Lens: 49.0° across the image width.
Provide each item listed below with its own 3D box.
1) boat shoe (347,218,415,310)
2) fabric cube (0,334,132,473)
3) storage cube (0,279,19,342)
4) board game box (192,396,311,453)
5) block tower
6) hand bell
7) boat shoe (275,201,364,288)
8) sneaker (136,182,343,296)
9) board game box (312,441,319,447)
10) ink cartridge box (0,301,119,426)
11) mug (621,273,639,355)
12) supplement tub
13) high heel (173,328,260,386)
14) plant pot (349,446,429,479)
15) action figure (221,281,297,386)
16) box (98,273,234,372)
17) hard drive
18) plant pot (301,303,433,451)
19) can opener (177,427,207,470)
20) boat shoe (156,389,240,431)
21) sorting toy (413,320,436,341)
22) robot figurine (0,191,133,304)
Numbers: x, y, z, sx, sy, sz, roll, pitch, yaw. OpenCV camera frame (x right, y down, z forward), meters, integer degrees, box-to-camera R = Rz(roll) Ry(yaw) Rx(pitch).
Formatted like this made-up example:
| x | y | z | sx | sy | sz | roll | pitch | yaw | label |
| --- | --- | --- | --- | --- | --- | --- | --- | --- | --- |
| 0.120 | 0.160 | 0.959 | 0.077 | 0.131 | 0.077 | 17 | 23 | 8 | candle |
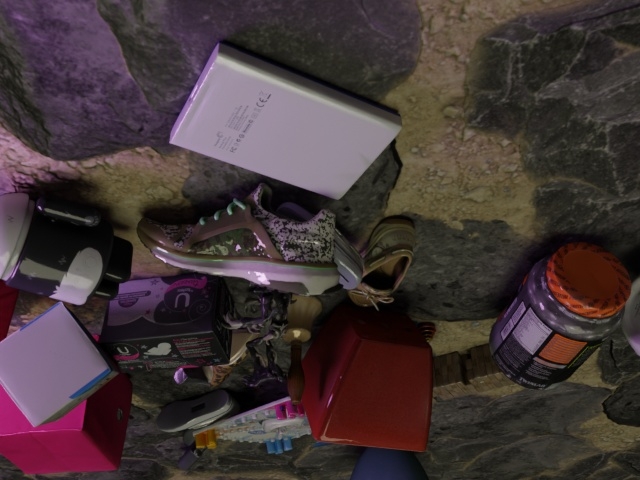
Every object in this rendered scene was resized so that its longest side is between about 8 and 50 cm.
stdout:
| x | y | z | sx | sy | sz | roll | pitch | yaw | label |
| --- | --- | --- | --- | --- | --- | --- | --- | --- | --- |
| 0.120 | 0.069 | 1.459 | 0.105 | 0.089 | 0.285 | 5 | 144 | -10 | boat shoe |
| -0.646 | 0.414 | 1.757 | 0.259 | 0.254 | 0.258 | -4 | 142 | 4 | fabric cube |
| -0.764 | 0.157 | 1.451 | 0.215 | 0.193 | 0.184 | -30 | 135 | 34 | storage cube |
| -0.108 | 0.557 | 2.081 | 0.390 | 0.050 | 0.390 | -26 | 149 | 29 | board game box |
| 0.397 | 0.344 | 1.850 | 0.335 | 0.091 | 0.097 | -19 | 141 | 23 | block tower |
| -0.053 | 0.250 | 1.570 | 0.126 | 0.242 | 0.126 | -2 | 143 | -1 | hand bell |
| 0.000 | 0.000 | 1.375 | 0.083 | 0.075 | 0.226 | -25 | 116 | 35 | boat shoe |
| -0.142 | -0.021 | 1.303 | 0.410 | 0.182 | 0.158 | 11 | -176 | 14 | sneaker |
| 0.042 | 0.579 | 2.089 | 0.133 | 0.033 | 0.168 | -10 | 159 | -11 | board game box |
| -0.525 | 0.249 | 1.399 | 0.171 | 0.168 | 0.233 | -38 | 178 | -16 | ink cartridge box |
| 0.819 | 0.128 | 1.449 | 0.328 | 0.276 | 0.374 | 14 | 107 | -27 | mug |
| 0.511 | 0.165 | 1.513 | 0.207 | 0.207 | 0.338 | 4 | 143 | -8 | supplement tub |
| -0.224 | 0.292 | 1.783 | 0.261 | 0.093 | 0.186 | -33 | 158 | 18 | high heel |
| 0.227 | 0.793 | 2.363 | 0.290 | 0.195 | 0.290 | -2 | 143 | -1 | plant pot |
| -0.127 | 0.163 | 1.488 | 0.141 | 0.275 | 0.164 | 7 | -173 | 23 | action figure |
| -0.326 | 0.175 | 1.522 | 0.247 | 0.163 | 0.142 | -5 | 141 | 6 | box |
| -0.058 | -0.183 | 1.149 | 0.319 | 0.040 | 0.210 | 17 | 140 | -24 | hard drive |
| 0.115 | 0.296 | 1.614 | 0.267 | 0.267 | 0.235 | 11 | 107 | -16 | plant pot |
| -0.414 | 0.657 | 2.272 | 0.095 | 0.076 | 0.283 | 39 | 137 | 0 | can opener |
| -0.354 | 0.508 | 2.032 | 0.258 | 0.095 | 0.084 | -18 | 137 | 22 | boat shoe |
| 0.234 | 0.231 | 1.727 | 0.102 | 0.042 | 0.061 | -10 | 143 | 12 | sorting toy |
| -0.492 | 0.016 | 1.294 | 0.278 | 0.209 | 0.173 | 21 | -178 | -28 | robot figurine |
